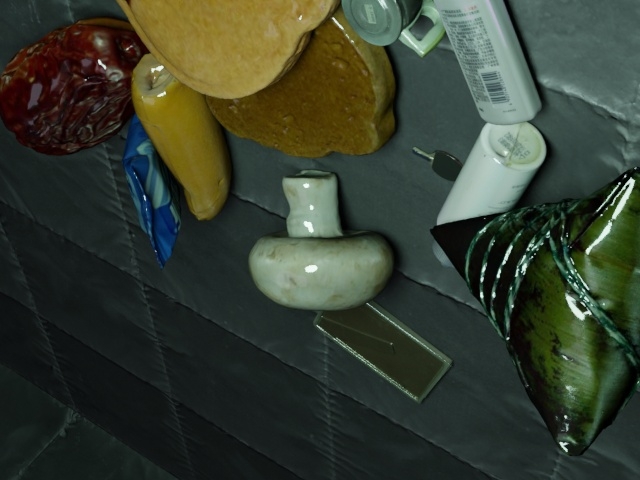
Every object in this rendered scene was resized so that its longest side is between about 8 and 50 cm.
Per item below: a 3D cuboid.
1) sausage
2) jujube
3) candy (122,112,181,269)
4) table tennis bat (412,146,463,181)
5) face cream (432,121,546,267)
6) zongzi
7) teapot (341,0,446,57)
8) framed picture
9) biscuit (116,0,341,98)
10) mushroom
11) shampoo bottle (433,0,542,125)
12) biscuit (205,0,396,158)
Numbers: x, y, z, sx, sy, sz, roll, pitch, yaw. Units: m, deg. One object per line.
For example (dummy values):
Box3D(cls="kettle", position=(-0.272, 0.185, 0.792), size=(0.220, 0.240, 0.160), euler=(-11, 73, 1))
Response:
Box3D(cls="sausage", position=(-0.215, -0.162, 1.783), size=(0.116, 0.134, 0.354), euler=(-15, 143, 3))
Box3D(cls="jujube", position=(-0.419, -0.272, 1.835), size=(0.342, 0.216, 0.216), euler=(-19, 114, 49))
Box3D(cls="candy", position=(-0.288, -0.103, 1.814), size=(0.331, 0.077, 0.187), euler=(-109, 4, -63))
Box3D(cls="table tennis bat", position=(0.170, -0.113, 1.540), size=(0.083, 0.007, 0.050), euler=(29, 147, 18))
Box3D(cls="face cream", position=(0.219, -0.046, 1.487), size=(0.092, 0.092, 0.311), euler=(35, 147, 11))
Box3D(cls="zongzi", position=(0.272, 0.043, 1.307), size=(0.362, 0.383, 0.319), euler=(17, 99, 20))
Box3D(cls="teapot", position=(0.095, -0.289, 1.331), size=(0.092, 0.091, 0.124), euler=(-9, 117, 53))
Box3D(cls="framed picture", position=(0.108, 0.188, 1.960), size=(0.260, 0.023, 0.189), euler=(37, 148, 9))
Box3D(cls="biscuit", position=(-0.123, -0.383, 1.387), size=(0.350, 0.078, 0.455), euler=(35, 134, 11))
Box3D(cls="mushroom", position=(0.000, 0.000, 1.710), size=(0.243, 0.243, 0.243), euler=(28, 146, 21))
Box3D(cls="shampoo bottle", position=(0.197, -0.247, 1.299), size=(0.086, 0.056, 0.227), euler=(6, 134, 47))
Box3D(cls="biscuit", position=(-0.058, -0.257, 1.555), size=(0.359, 0.074, 0.381), euler=(52, 150, -10))
